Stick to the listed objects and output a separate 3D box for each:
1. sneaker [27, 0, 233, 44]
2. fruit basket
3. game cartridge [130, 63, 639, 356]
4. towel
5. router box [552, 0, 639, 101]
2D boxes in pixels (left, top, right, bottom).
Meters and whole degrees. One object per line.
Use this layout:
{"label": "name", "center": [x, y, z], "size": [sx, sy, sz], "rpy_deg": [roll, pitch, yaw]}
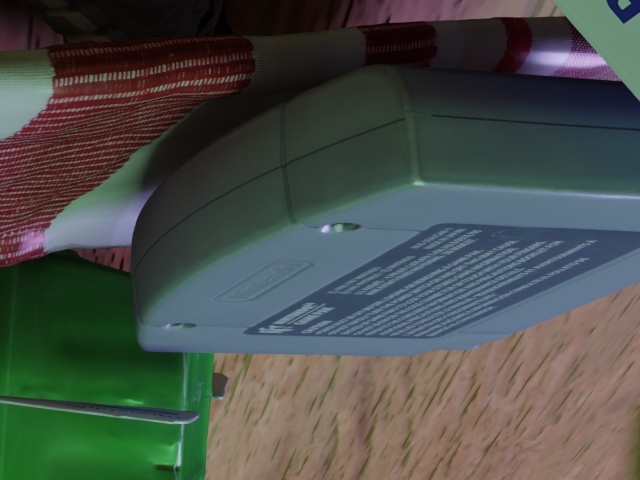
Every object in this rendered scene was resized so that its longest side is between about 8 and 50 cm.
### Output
{"label": "sneaker", "center": [-0.049, -0.122, 0.829], "size": [0.132, 0.086, 0.228], "rpy_deg": [-20, 152, 16]}
{"label": "fruit basket", "center": [-0.230, 0.083, 1.041], "size": [0.353, 0.166, 0.327], "rpy_deg": [-2, 178, 0]}
{"label": "game cartridge", "center": [0.035, -0.004, 0.809], "size": [0.196, 0.060, 0.294], "rpy_deg": [-2, 167, -24]}
{"label": "towel", "center": [-0.039, -0.038, 0.857], "size": [0.329, 0.037, 0.237], "rpy_deg": [-7, 167, -32]}
{"label": "router box", "center": [0.165, -0.173, 0.553], "size": [0.335, 0.082, 0.301], "rpy_deg": [47, 134, -7]}
